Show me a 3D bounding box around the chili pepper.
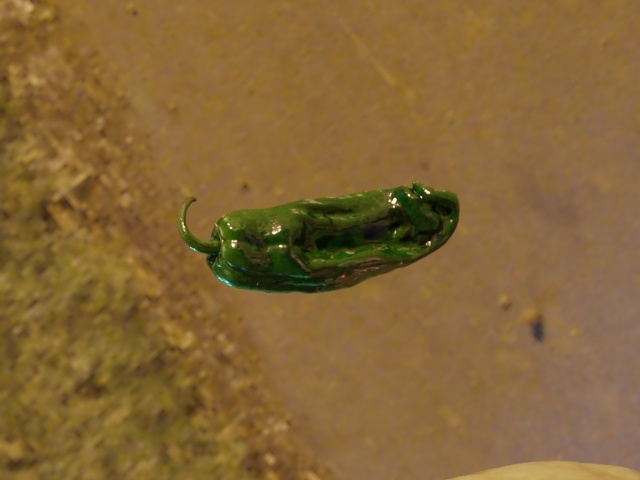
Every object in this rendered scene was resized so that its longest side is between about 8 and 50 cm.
[{"bbox_3d":[0.002,-0.003,1.560,0.074,0.257,0.100,6,104,64],"label":"chili pepper"}]

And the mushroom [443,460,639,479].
[{"bbox_3d":[0.144,0.250,1.089,0.344,0.247,0.130,5,152,-16],"label":"mushroom"}]
